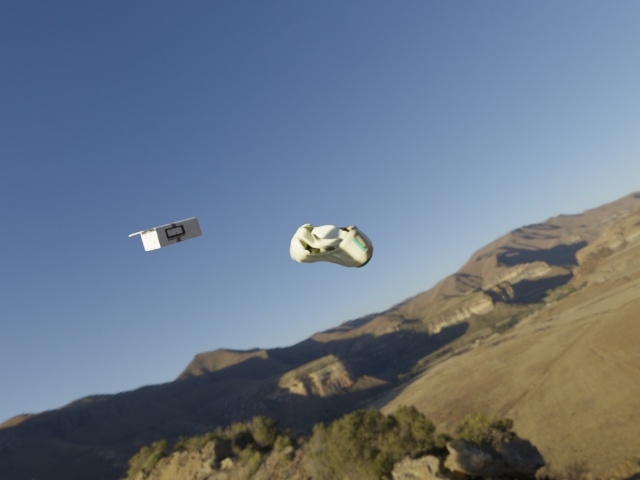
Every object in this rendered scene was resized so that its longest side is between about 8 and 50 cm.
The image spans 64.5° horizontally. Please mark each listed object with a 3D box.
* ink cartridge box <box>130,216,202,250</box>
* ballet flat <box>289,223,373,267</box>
[{"bbox_3d":[-0.214,-0.007,0.701,0.083,0.028,0.048,-20,6,-41],"label":"ink cartridge box"},{"bbox_3d":[0.000,0.000,0.984,0.086,0.086,0.248,-15,10,-37],"label":"ballet flat"}]
